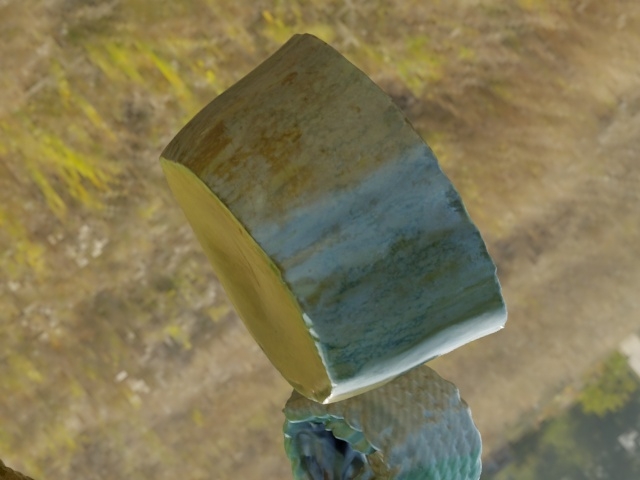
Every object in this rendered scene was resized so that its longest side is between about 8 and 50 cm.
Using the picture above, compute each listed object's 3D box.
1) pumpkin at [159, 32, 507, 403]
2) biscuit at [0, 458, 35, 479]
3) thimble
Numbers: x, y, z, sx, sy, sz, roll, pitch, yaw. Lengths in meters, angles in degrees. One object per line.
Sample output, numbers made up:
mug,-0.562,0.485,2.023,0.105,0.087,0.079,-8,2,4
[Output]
pumpkin,0.000,0.000,1.278,0.199,0.332,0.332,-39,169,-9
biscuit,-0.377,0.280,1.113,0.078,0.329,0.335,114,-15,-51
thimble,0.063,0.236,1.582,0.150,0.219,0.219,-22,160,-45
